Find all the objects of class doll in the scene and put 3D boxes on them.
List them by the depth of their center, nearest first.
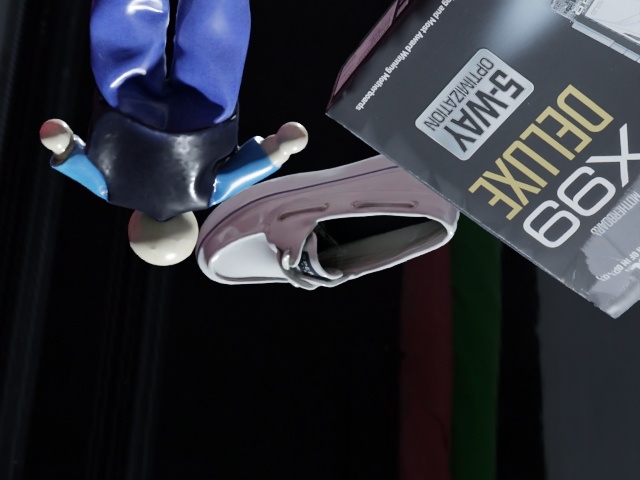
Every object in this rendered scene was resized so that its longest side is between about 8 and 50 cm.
[{"bbox_3d":[-0.069,-0.059,0.486,0.046,0.129,0.189,-99,17,-48],"label":"doll"}]

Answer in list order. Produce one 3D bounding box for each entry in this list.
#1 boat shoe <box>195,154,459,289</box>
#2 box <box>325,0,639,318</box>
[{"bbox_3d":[0.000,0.000,0.882,0.088,0.267,0.096,-79,-32,-45],"label":"boat shoe"},{"bbox_3d":[0.189,-0.127,0.588,0.242,0.307,0.077,35,-148,-12],"label":"box"}]
